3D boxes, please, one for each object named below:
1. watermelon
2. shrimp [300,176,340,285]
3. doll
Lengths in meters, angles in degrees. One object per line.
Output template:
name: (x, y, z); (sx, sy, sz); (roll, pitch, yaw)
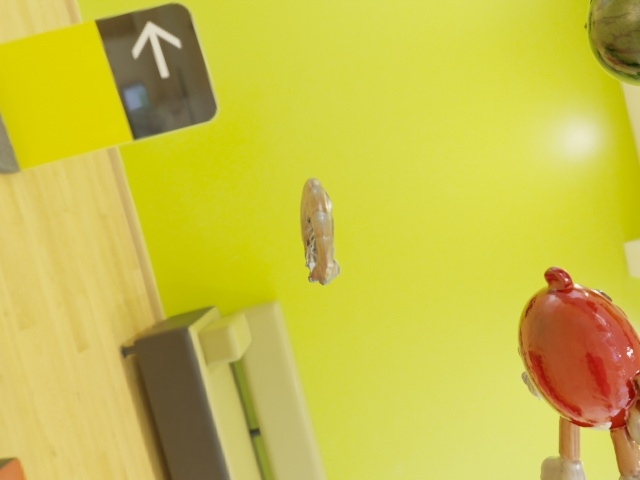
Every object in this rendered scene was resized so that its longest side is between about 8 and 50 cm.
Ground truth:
watermelon: (0.234, -0.165, 0.438); (0.105, 0.062, 0.105); (12, 76, -58)
shrimp: (0.004, 0.008, 1.018); (0.145, 0.059, 0.254); (-112, -163, -52)
doll: (0.242, 0.129, 0.540); (0.183, 0.085, 0.217); (153, -75, -70)
